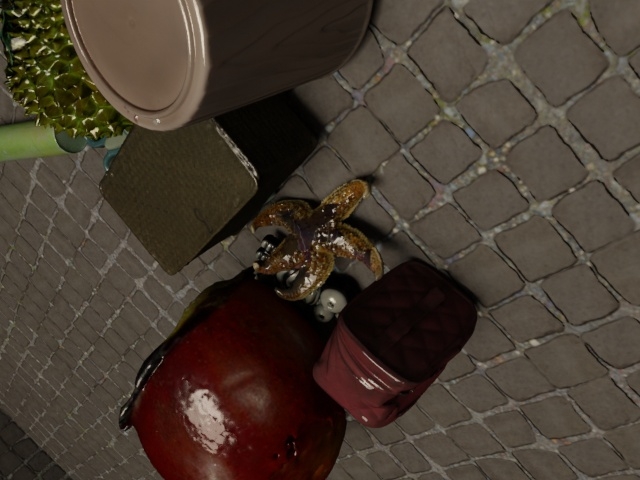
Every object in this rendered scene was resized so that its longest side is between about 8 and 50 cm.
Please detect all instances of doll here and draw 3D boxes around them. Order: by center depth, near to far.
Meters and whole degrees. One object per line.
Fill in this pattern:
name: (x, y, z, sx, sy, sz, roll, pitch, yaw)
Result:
doll: (-0.012, 0.072, 0.888, 0.219, 0.067, 0.091, 36, 128, 5)

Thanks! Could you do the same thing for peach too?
peach: (-0.128, 0.252, 0.913, 0.353, 0.339, 0.416, -3, 123, 36)

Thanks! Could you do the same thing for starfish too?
starfish: (0.001, -0.001, 0.802, 0.216, 0.071, 0.238, 43, 122, 15)

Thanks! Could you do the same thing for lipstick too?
lipstick: (-0.580, -0.197, 1.080, 0.304, 0.076, 0.076, 3, 123, 33)

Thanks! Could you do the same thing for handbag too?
handbag: (0.105, 0.134, 0.740, 0.146, 0.225, 0.135, 40, 132, 22)

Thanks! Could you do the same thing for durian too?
durian: (-0.319, -0.264, 0.735, 0.291, 0.225, 0.291, 7, 106, 27)

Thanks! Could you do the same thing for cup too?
cup: (-0.082, -0.266, 0.546, 0.208, 0.273, 0.288, 47, 137, 6)

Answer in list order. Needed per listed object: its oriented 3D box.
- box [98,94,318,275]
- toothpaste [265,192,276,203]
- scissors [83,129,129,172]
box: (-0.163, -0.100, 0.767, 0.184, 0.143, 0.273, 50, 132, 1)
toothpaste: (-0.146, -0.142, 0.849, 0.205, 0.036, 0.056, 51, 137, -2)
scissors: (-0.319, -0.193, 0.924, 0.289, 0.041, 0.138, -19, 101, 43)
